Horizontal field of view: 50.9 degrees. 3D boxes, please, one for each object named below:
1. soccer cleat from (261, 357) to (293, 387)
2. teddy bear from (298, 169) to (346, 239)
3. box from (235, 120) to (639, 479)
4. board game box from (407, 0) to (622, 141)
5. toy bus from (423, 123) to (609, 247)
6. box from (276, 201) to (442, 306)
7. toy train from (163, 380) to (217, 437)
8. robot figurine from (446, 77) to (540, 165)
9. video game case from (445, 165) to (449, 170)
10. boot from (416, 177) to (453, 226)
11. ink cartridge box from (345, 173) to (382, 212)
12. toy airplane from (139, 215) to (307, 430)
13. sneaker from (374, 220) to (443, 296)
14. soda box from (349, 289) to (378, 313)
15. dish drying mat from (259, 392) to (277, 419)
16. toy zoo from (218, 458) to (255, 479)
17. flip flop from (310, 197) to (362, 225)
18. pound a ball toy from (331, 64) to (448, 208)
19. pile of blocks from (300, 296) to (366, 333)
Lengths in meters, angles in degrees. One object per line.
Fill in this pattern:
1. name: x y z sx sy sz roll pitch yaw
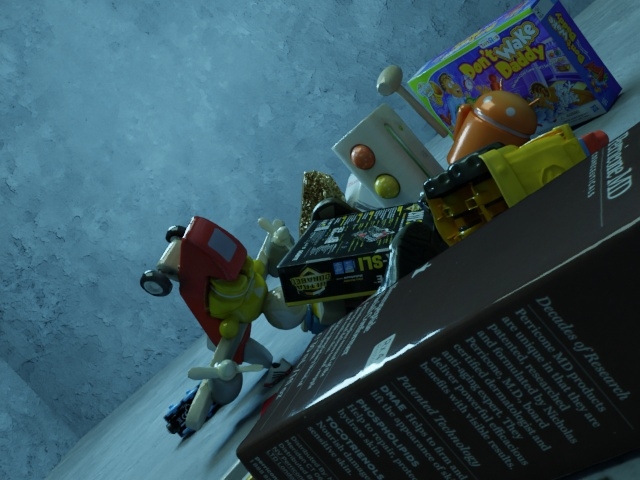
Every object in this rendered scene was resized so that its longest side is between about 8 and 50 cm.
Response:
1. soccer cleat: -0.088 0.254 1.293 0.083 0.035 0.029 -38 6 32
2. teddy bear: 0.000 0.000 1.655 0.245 0.113 0.337 123 151 -77
3. box: 0.126 0.090 0.527 0.381 0.143 0.191 -36 7 31
4. board game box: 0.362 -0.302 1.312 0.078 0.233 0.347 -49 14 -27
5. toy bus: 0.266 -0.067 0.876 0.212 0.149 0.220 -29 -1 -13
6. box: 0.086 0.013 1.205 0.257 0.079 0.322 -8 14 13
7. toy train: -0.272 0.365 1.526 0.184 0.080 0.105 -44 -4 -7
8. robot figurine: 0.319 -0.186 1.261 0.158 0.128 0.219 -96 28 -63
9. video game case: 0.383 -0.197 1.586 0.210 0.042 0.232 -39 6 21
10. boot: 0.193 -0.051 1.087 0.082 0.106 0.219 -64 -17 7
11. ink cartridge box: 0.105 -0.060 1.662 0.158 0.092 0.217 164 119 -78
12. toy airplane: -0.151 0.146 1.334 0.273 0.385 0.384 2 2 20
13. sneaker: 0.095 0.079 0.897 0.130 0.087 0.227 -38 30 49
14. soda box: 0.115 0.093 0.983 0.183 0.063 0.058 -40 8 9
15. dish drying mat: -0.089 0.288 1.164 0.032 0.008 0.083 -40 4 3
16. toy zoo: -0.119 0.339 0.815 0.293 0.030 0.192 -44 6 -25
17. flip flop: 0.066 -0.027 1.472 0.112 0.080 0.277 -28 -32 24
18. pound a ball toy: 0.166 -0.168 1.385 0.208 0.319 0.136 -36 8 45
19. pile of blocks: 0.024 0.120 1.369 0.113 0.148 0.362 1 9 -11
